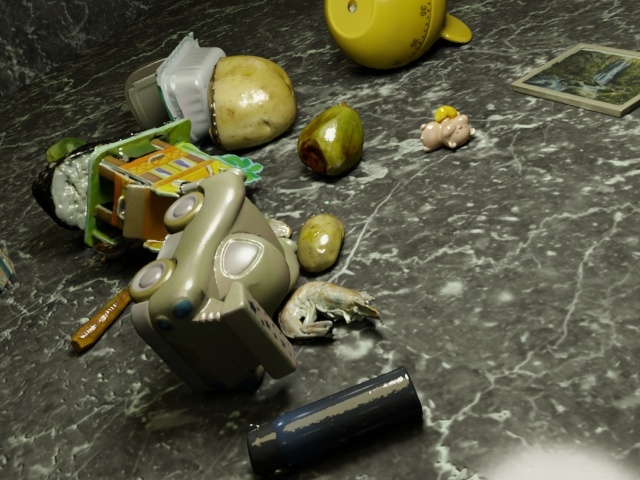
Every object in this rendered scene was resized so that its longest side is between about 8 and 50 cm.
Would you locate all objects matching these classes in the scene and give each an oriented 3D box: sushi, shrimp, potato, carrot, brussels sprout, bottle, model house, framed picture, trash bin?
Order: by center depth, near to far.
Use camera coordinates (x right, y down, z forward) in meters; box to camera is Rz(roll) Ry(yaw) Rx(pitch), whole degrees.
[{"bbox_3d":[0.017,0.252,1.028,0.244,0.082,0.072,-20,-13,0],"label":"bottle"},{"bbox_3d":[0.011,0.124,1.252,0.223,0.047,0.126,7,48,48],"label":"shrimp"},{"bbox_3d":[0.000,0.000,1.427,0.091,0.070,0.138,-10,33,20],"label":"potato"},{"bbox_3d":[-0.426,0.153,1.479,0.042,0.042,0.171,0,34,31],"label":"carrot"},{"bbox_3d":[-0.281,-0.083,1.639,0.312,0.243,0.357,27,30,18],"label":"model house"},{"bbox_3d":[0.622,-0.365,1.669,0.240,0.020,0.324,-30,32,-16],"label":"framed picture"},{"bbox_3d":[-0.510,-0.146,1.828,0.350,0.211,0.170,-31,21,-25],"label":"sushi"},{"bbox_3d":[-0.171,-0.367,1.972,0.242,0.243,0.285,-13,39,14],"label":"potato"},{"bbox_3d":[-0.707,-0.217,2.140,0.117,0.155,0.155,0,12,-42],"label":"brussels sprout"},{"bbox_3d":[-0.481,-0.450,2.285,0.219,0.219,0.250,-24,25,-9],"label":"trash bin"}]

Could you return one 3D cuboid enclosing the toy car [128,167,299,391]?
[{"bbox_3d":[-0.135,0.056,1.226,0.226,0.242,0.336,-13,39,29],"label":"toy car"}]

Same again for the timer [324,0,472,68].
[{"bbox_3d":[0.208,-0.649,2.092,0.376,0.376,0.386,13,22,43],"label":"timer"}]

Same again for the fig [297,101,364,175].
[{"bbox_3d":[0.030,-0.227,1.694,0.144,0.154,0.166,35,95,12],"label":"fig"}]

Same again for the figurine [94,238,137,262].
[{"bbox_3d":[-0.469,-0.007,1.729,0.101,0.068,0.143,-3,27,-5],"label":"figurine"}]

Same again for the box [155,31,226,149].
[{"bbox_3d":[-0.318,-0.410,2.070,0.106,0.264,0.337,-7,34,18],"label":"box"}]

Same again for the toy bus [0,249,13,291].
[{"bbox_3d":[-0.828,0.081,1.782,0.182,0.091,0.103,-12,33,18],"label":"toy bus"}]

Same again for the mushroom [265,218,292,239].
[{"bbox_3d":[-0.161,0.022,1.470,0.225,0.093,0.116,-34,12,-12],"label":"mushroom"}]

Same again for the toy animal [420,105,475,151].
[{"bbox_3d":[0.275,-0.237,1.621,0.114,0.091,0.082,-25,45,-9],"label":"toy animal"}]
